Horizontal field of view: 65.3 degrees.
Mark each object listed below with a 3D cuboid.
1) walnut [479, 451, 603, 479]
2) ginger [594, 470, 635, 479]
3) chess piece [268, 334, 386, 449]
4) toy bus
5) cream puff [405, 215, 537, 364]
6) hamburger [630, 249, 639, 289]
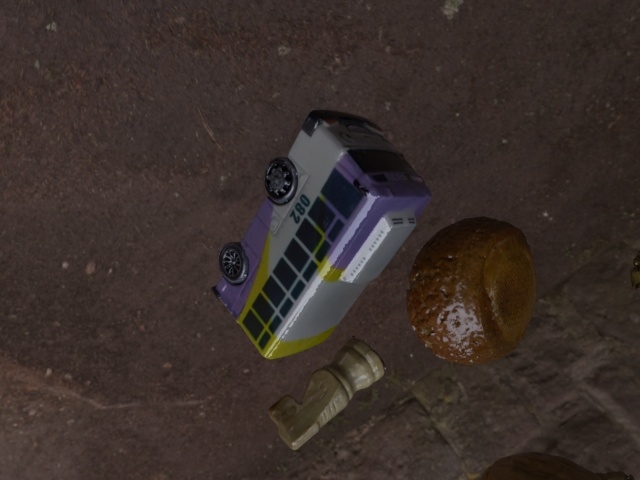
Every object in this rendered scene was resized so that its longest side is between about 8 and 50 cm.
[{"bbox_3d":[0.359,0.455,0.781,0.257,0.257,0.225,-14,98,-16],"label":"walnut"},{"bbox_3d":[0.606,0.503,0.944,0.213,0.138,0.074,0,169,-12],"label":"ginger"},{"bbox_3d":[0.014,0.374,1.223,0.301,0.137,0.137,-35,136,-28],"label":"chess piece"},{"bbox_3d":[0.000,0.000,0.951,0.209,0.249,0.440,-5,136,-50],"label":"toy bus"},{"bbox_3d":[0.289,0.098,1.000,0.303,0.212,0.303,-2,93,-46],"label":"cream puff"},{"bbox_3d":[0.402,0.019,0.472,0.185,0.177,0.114,-30,127,-62],"label":"hamburger"}]
